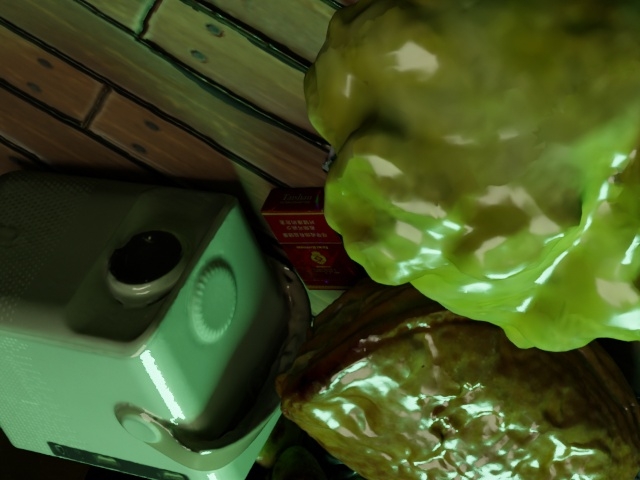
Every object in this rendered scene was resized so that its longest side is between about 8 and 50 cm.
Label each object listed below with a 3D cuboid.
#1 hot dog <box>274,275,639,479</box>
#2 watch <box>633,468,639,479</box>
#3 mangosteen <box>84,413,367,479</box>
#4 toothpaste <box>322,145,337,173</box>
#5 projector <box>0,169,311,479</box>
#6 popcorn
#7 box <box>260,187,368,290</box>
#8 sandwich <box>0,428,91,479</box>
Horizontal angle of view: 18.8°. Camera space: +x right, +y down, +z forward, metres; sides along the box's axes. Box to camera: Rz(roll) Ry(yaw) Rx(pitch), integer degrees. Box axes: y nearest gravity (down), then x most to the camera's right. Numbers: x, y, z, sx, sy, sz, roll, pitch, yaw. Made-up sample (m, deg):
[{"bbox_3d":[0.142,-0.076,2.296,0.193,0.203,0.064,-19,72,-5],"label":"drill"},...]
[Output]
[{"bbox_3d":[0.107,0.126,1.299,0.272,0.122,0.196,34,129,-18],"label":"hot dog"},{"bbox_3d":[0.244,0.103,1.096,0.068,0.276,0.274,45,157,33],"label":"watch"},{"bbox_3d":[-0.072,0.221,1.499,0.243,0.243,0.243,17,145,13],"label":"mangosteen"},{"bbox_3d":[0.026,-0.081,1.191,0.045,0.028,0.170,26,150,11],"label":"toothpaste"},{"bbox_3d":[-0.131,0.062,1.363,0.242,0.163,0.177,10,143,30],"label":"projector"},{"bbox_3d":[0.128,-0.056,1.006,0.242,0.235,0.250,33,-179,9],"label":"popcorn"},{"bbox_3d":[0.000,0.000,1.316,0.051,0.023,0.082,1,138,34],"label":"box"},{"bbox_3d":[-0.241,0.236,1.720,0.258,0.096,0.094,18,138,14],"label":"sandwich"}]
